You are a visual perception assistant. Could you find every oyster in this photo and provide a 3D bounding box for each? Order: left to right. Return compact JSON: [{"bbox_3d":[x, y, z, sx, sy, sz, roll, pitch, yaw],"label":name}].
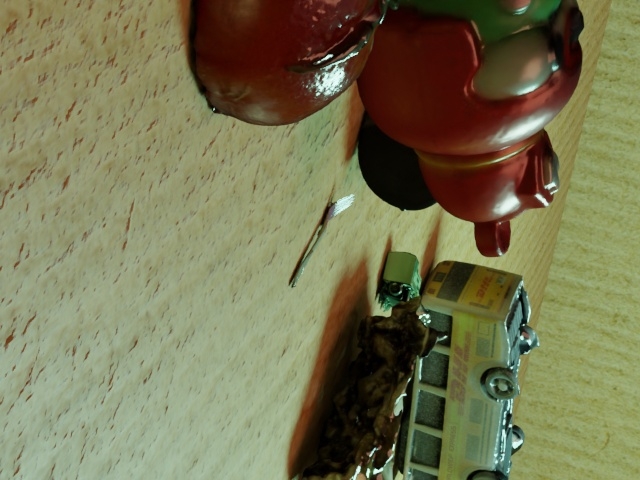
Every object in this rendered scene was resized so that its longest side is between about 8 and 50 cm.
[{"bbox_3d":[0.051,0.155,1.676,0.223,0.083,0.214,86,25,-72],"label":"oyster"}]

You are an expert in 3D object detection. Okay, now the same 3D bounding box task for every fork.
[{"bbox_3d":[-0.001,-0.001,1.413,0.115,0.012,0.016,-57,155,-44],"label":"fork"}]

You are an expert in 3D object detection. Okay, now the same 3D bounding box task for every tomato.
[{"bbox_3d":[0.012,-0.169,1.054,0.228,0.101,0.228,16,90,-81],"label":"tomato"}]

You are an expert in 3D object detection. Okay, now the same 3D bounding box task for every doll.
[{"bbox_3d":[0.097,-0.149,1.268,0.183,0.160,0.363,-55,139,-55],"label":"doll"}]

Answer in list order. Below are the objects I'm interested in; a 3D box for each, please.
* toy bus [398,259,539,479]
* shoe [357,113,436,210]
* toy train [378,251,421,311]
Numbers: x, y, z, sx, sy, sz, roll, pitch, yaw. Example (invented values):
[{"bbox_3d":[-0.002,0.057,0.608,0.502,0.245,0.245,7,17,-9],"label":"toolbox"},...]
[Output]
[{"bbox_3d":[0.167,0.185,2.108,0.097,0.138,0.343,-63,162,-50],"label":"toy bus"},{"bbox_3d":[0.122,-0.152,1.534,0.137,0.114,0.291,43,65,-71],"label":"shoe"},{"bbox_3d":[0.079,0.044,1.779,0.083,0.033,0.053,58,44,-74],"label":"toy train"}]
